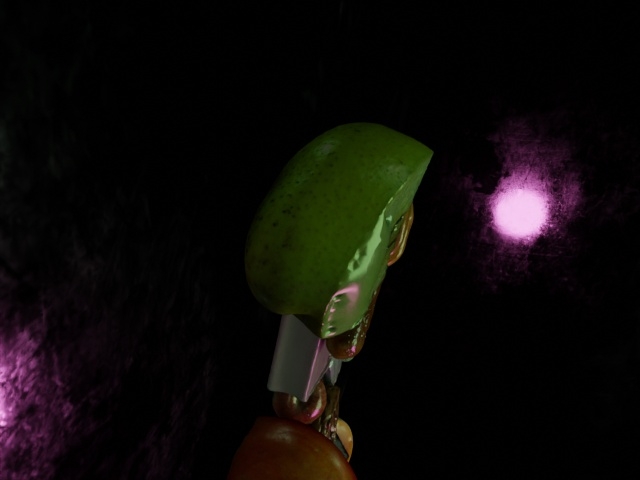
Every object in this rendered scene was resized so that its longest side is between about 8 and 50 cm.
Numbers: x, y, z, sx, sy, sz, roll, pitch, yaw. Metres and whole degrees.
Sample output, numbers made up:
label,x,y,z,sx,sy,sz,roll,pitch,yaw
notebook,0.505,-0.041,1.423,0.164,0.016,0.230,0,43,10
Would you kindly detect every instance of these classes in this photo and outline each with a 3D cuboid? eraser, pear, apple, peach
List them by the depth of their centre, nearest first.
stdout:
label,x,y,z,sx,sy,sz,roll,pitch,yaw
pear,0.000,0.000,0.773,0.318,0.238,0.342,-46,158,-41
peach,-0.069,0.600,1.075,0.306,0.380,0.242,-47,169,3
eraser,-0.011,0.174,1.195,0.272,0.122,0.359,-37,141,-68
apple,-0.055,0.416,1.262,0.131,0.146,0.146,138,-27,-73

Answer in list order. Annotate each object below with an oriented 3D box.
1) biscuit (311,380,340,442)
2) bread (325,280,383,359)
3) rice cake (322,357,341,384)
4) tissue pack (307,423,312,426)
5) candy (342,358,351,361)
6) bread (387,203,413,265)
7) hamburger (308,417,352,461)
label,x,y,z,sx,sy,sz,roll,pitch,yaw
biscuit,0.011,0.578,1.432,0.296,0.075,0.296,10,90,-82
bread,0.101,0.122,1.144,0.124,0.084,0.344,83,27,-60
rice cake,0.038,0.398,1.525,0.211,0.038,0.124,86,24,-55
tissue pack,-0.133,0.748,1.416,0.259,0.122,0.361,14,91,-81
candy,0.139,0.434,2.355,0.440,0.119,0.119,-69,171,-62
bread,0.166,-0.075,1.377,0.270,0.211,0.316,75,22,-70
hamburger,-0.018,0.736,1.685,0.294,0.179,0.276,-52,127,-37
